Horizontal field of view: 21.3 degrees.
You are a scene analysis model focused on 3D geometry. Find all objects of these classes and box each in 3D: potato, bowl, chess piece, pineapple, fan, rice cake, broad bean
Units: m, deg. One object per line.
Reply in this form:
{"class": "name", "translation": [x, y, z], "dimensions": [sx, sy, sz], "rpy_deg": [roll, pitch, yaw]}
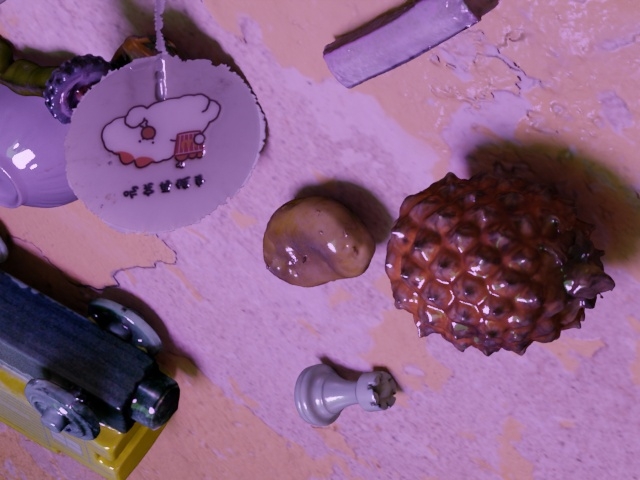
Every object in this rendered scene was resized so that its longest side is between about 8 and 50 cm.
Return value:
{"class": "potato", "translation": [0.000, 0.000, 1.605], "dimensions": [0.138, 0.070, 0.091], "rpy_deg": [-11, 119, 51]}
{"class": "bowl", "translation": [-0.327, -0.090, 1.821], "dimensions": [0.189, 0.086, 0.189], "rpy_deg": [28, 149, 18]}
{"class": "chess piece", "translation": [0.029, 0.163, 1.806], "dimensions": [0.103, 0.067, 0.067], "rpy_deg": [-7, 127, 40]}
{"class": "pineapple", "translation": [0.156, 0.022, 1.390], "dimensions": [0.193, 0.166, 0.166], "rpy_deg": [10, 139, 40]}
{"class": "fan", "translation": [-0.142, -0.147, 1.521], "dimensions": [0.009, 0.190, 0.329], "rpy_deg": [-121, 25, -53]}
{"class": "rice cake", "translation": [0.065, -0.165, 1.351], "dimensions": [0.047, 0.036, 0.206], "rpy_deg": [57, 148, -7]}
{"class": "broad bean", "translation": [-0.286, -0.167, 1.714], "dimensions": [0.195, 0.046, 0.061], "rpy_deg": [26, 150, 24]}

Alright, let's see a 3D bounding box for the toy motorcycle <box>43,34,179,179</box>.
{"class": "toy motorcycle", "translation": [-0.169, -0.112, 1.608], "dimensions": [0.094, 0.130, 0.229], "rpy_deg": [46, 172, 35]}

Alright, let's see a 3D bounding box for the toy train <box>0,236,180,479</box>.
{"class": "toy train", "translation": [-0.365, 0.132, 2.087], "dimensions": [0.442, 0.179, 0.272], "rpy_deg": [29, 155, 14]}

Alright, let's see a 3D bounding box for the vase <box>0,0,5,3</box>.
{"class": "vase", "translation": [-0.145, -0.294, 1.117], "dimensions": [0.173, 0.321, 0.173], "rpy_deg": [27, 149, 18]}
